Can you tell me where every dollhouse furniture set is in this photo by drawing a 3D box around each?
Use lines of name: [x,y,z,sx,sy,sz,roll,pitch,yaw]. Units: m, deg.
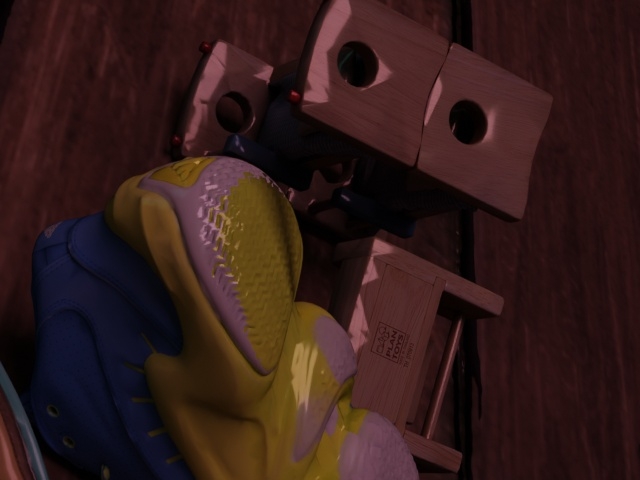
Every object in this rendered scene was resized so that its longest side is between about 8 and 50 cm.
dollhouse furniture set: [0.000,0.000,0.761,0.129,0.129,0.183,25,71,-26]

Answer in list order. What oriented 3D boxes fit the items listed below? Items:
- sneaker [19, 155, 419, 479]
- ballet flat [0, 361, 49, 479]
sneaker: [-0.041,0.082,0.653,0.091,0.126,0.240,-41,118,-55]
ballet flat: [-0.156,0.038,0.598,0.073,0.080,0.232,-14,61,-20]
